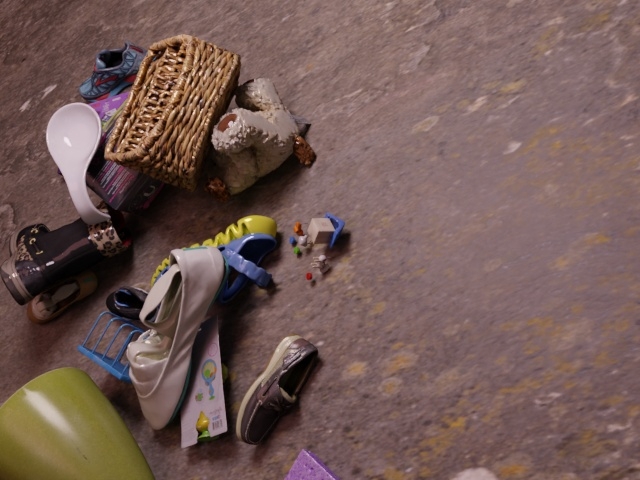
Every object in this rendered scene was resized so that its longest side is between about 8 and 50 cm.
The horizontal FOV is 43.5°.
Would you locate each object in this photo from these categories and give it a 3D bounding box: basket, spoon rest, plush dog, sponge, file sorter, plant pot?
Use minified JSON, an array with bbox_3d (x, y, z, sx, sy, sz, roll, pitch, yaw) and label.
[{"bbox_3d":[-0.319,-0.285,1.693,0.223,0.213,0.299,22,79,-3],"label":"basket"},{"bbox_3d":[-0.535,-0.176,1.790,0.137,0.084,0.276,-17,82,10],"label":"spoon rest"},{"bbox_3d":[-0.156,-0.191,1.739,0.225,0.210,0.262,-37,22,33],"label":"plush dog"},{"bbox_3d":[0.009,0.466,1.368,0.210,0.031,0.117,34,90,41],"label":"sponge"},{"bbox_3d":[-0.412,0.238,1.726,0.170,0.118,0.104,22,80,40],"label":"file sorter"},{"bbox_3d":[-0.473,0.448,1.596,0.293,0.275,0.275,32,89,26],"label":"plant pot"}]

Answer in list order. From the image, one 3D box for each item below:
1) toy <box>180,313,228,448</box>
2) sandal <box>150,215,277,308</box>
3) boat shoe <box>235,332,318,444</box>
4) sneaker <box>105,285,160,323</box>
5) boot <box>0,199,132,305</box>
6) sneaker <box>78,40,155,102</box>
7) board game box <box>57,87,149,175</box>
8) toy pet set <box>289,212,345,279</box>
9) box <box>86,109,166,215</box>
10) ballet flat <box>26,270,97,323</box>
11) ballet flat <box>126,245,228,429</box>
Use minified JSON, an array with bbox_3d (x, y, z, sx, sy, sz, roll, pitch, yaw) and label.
[{"bbox_3d":[-0.226,0.284,1.604,0.137,0.056,0.237,-29,54,35],"label":"toy"},{"bbox_3d":[-0.220,0.072,1.665,0.317,0.126,0.138,-29,59,20],"label":"sandal"},{"bbox_3d":[-0.079,0.281,1.489,0.073,0.080,0.224,19,76,45],"label":"boat shoe"},{"bbox_3d":[-0.431,0.131,1.788,0.216,0.121,0.079,9,72,38],"label":"sneaker"},{"bbox_3d":[-0.612,0.002,1.959,0.284,0.138,0.377,-27,18,-2],"label":"boot"},{"bbox_3d":[-0.575,-0.470,2.181,0.261,0.125,0.104,-22,56,26],"label":"sneaker"},{"bbox_3d":[-0.547,-0.289,2.127,0.346,0.056,0.208,-8,68,33],"label":"board game box"},{"bbox_3d":[0.000,0.000,1.599,0.122,0.065,0.114,64,144,40],"label":"toy pet set"},{"bbox_3d":[-0.424,-0.197,1.895,0.142,0.163,0.247,40,94,11],"label":"box"},{"bbox_3d":[-0.650,0.139,1.961,0.232,0.073,0.080,-32,88,19],"label":"ballet flat"},{"bbox_3d":[-0.309,0.186,1.581,0.139,0.139,0.400,33,106,41],"label":"ballet flat"}]
